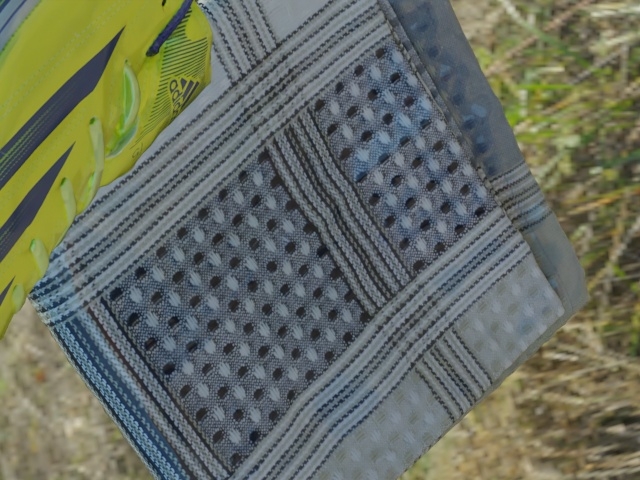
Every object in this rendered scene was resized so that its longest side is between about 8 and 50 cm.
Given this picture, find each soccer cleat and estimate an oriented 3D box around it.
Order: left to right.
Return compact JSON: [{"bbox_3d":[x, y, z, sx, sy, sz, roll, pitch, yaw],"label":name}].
[{"bbox_3d":[-0.087,-0.045,0.531,0.093,0.121,0.289,1,70,52],"label":"soccer cleat"}]

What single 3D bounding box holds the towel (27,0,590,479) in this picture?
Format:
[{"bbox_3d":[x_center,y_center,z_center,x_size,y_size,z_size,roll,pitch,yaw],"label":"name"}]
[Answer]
[{"bbox_3d":[0.000,0.000,0.960,0.056,0.324,0.312,-5,122,56],"label":"towel"}]
